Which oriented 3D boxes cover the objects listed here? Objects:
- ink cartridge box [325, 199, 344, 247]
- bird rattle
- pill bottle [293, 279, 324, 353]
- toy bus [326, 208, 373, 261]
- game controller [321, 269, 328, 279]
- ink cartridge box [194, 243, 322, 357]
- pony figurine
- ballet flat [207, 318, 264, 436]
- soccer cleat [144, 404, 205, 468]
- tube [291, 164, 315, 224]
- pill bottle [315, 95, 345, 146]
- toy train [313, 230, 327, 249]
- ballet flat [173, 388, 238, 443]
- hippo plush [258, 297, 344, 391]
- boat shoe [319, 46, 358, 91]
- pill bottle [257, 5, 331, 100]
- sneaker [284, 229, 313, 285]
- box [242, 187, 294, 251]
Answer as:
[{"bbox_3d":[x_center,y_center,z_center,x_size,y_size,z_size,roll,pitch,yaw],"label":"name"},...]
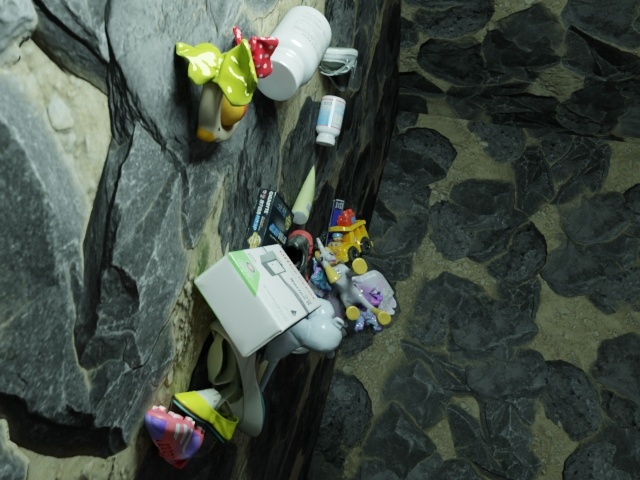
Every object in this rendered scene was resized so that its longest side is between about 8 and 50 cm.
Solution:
[{"bbox_3d":[0.069,-0.075,2.213,0.224,0.045,0.223,-40,141,-83],"label":"ink cartridge box"},{"bbox_3d":[-0.176,-0.287,0.897,0.253,0.143,0.206,-83,-169,-67],"label":"bird rattle"},{"bbox_3d":[-0.057,0.267,1.774,0.272,0.153,0.152,-61,159,-52],"label":"pill bottle"},{"bbox_3d":[0.107,-0.021,2.097,0.220,0.150,0.211,-29,112,-46],"label":"toy bus"},{"bbox_3d":[0.009,0.272,2.337,0.166,0.067,0.319,-86,-179,-59],"label":"game controller"},{"bbox_3d":[-0.131,0.123,1.114,0.115,0.198,0.273,-38,173,16],"label":"ink cartridge box"},{"bbox_3d":[0.096,0.169,1.574,0.350,0.303,0.363,64,-8,-15],"label":"pony figurine"},{"bbox_3d":[-0.223,0.344,1.207,0.139,0.139,0.399,-54,149,-63],"label":"ballet flat"},{"bbox_3d":[-0.298,0.402,0.980,0.248,0.083,0.095,85,25,-60],"label":"soccer cleat"},{"bbox_3d":[-0.049,-0.152,1.663,0.070,0.062,0.240,-32,-152,37],"label":"tube"},{"bbox_3d":[0.032,-0.414,1.693,0.087,0.087,0.160,15,87,-78],"label":"pill bottle"},{"bbox_3d":[0.000,0.000,2.079,0.158,0.027,0.036,-57,157,-60],"label":"toy train"},{"bbox_3d":[-0.248,0.378,1.091,0.077,0.077,0.231,-48,140,-23],"label":"ballet flat"},{"bbox_3d":[-0.055,0.226,1.357,0.294,0.237,0.234,-102,-165,-56],"label":"hippo plush"},{"bbox_3d":[0.064,-0.578,1.629,0.320,0.118,0.103,-49,145,-79],"label":"boat shoe"},{"bbox_3d":[-0.065,-0.431,1.126,0.131,0.131,0.229,87,19,-50],"label":"pill bottle"},{"bbox_3d":[-0.090,0.108,1.606,0.135,0.098,0.275,-40,138,-71],"label":"sneaker"},{"bbox_3d":[-0.139,-0.028,1.357,0.220,0.051,0.175,58,45,-73],"label":"box"}]
